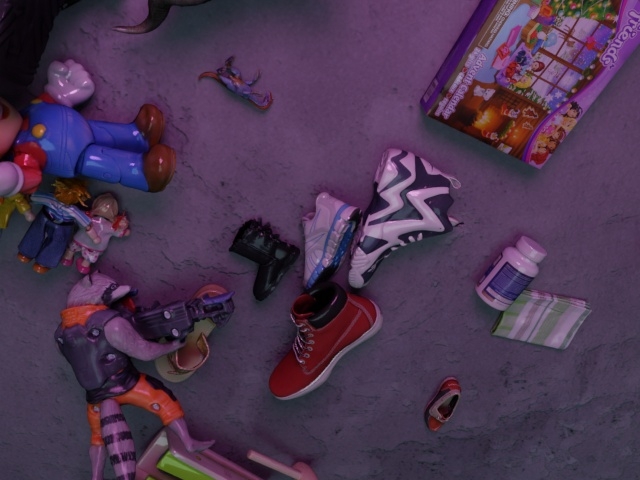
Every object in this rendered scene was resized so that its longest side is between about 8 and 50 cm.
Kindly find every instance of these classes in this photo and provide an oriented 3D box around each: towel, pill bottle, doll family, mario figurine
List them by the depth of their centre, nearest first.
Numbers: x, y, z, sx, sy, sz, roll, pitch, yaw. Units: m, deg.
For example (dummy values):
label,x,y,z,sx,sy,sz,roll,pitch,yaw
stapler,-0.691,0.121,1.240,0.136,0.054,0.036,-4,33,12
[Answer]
label,x,y,z,sx,sy,sz,roll,pitch,yaw
mario figurine,-0.337,-0.138,0.689,0.320,0.198,0.170,-1,104,-33
doll family,-0.408,-0.041,0.822,0.262,0.118,0.163,28,115,-19
pill bottle,0.319,0.053,0.961,0.067,0.067,0.120,24,117,-17
towel,0.401,0.146,1.048,0.151,0.023,0.113,12,119,-11

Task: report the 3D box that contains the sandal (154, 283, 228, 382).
label,x,y,z,sx,sy,sz,roll,pitch,yaw
sandal,-0.229,0.185,0.993,0.088,0.079,0.240,24,116,-18

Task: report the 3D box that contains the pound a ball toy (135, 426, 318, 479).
label,x,y,z,sx,sy,sz,roll,pitch,yaw
pound a ball toy,-0.188,0.474,1.161,0.319,0.135,0.208,38,86,-23

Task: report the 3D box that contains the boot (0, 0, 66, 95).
label,x,y,z,sx,sy,sz,roll,pitch,yaw
boot,-0.371,-0.284,0.598,0.207,0.094,0.247,18,86,11

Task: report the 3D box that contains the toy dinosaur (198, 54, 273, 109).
label,x,y,z,sx,sy,sz,roll,pitch,yaw
toy dinosaur,-0.107,-0.213,0.800,0.090,0.047,0.082,-2,138,36

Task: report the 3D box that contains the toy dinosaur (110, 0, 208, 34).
label,x,y,z,sx,sy,sz,roll,pitch,yaw
toy dinosaur,-0.117,-0.323,0.650,0.313,0.160,0.121,-16,121,4

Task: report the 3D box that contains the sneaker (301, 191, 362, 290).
label,x,y,z,sx,sy,sz,roll,pitch,yaw
sneaker,0.000,0.000,0.917,0.083,0.071,0.191,39,131,18

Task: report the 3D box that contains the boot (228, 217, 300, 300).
label,x,y,z,sx,sy,sz,roll,pitch,yaw
boot,-0.102,0.030,0.930,0.099,0.045,0.121,32,107,-23

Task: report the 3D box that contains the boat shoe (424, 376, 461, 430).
label,x,y,z,sx,sy,sz,roll,pitch,yaw
boat shoe,0.242,0.331,1.137,0.049,0.043,0.137,10,121,-12

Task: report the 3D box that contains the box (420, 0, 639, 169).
label,x,y,z,sx,sy,sz,roll,pitch,yaw
box,0.296,-0.259,0.766,0.200,0.057,0.293,21,122,-16

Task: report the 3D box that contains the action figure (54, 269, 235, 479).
label,x,y,z,sx,sy,sz,roll,pitch,yaw
action figure,-0.286,0.194,0.895,0.341,0.178,0.330,-24,88,18

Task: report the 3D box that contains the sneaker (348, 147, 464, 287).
label,x,y,z,sx,sy,sz,roll,pitch,yaw
sneaker,0.138,-0.014,0.891,0.153,0.094,0.235,16,109,-4

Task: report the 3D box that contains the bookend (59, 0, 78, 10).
label,x,y,z,sx,sy,sz,roll,pitch,yaw
bookend,-0.342,-0.334,0.678,0.157,0.072,0.156,-24,120,11

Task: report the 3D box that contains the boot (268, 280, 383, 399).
label,x,y,z,sx,sy,sz,roll,pitch,yaw
boot,-0.031,0.166,0.956,0.244,0.088,0.176,-44,141,13
